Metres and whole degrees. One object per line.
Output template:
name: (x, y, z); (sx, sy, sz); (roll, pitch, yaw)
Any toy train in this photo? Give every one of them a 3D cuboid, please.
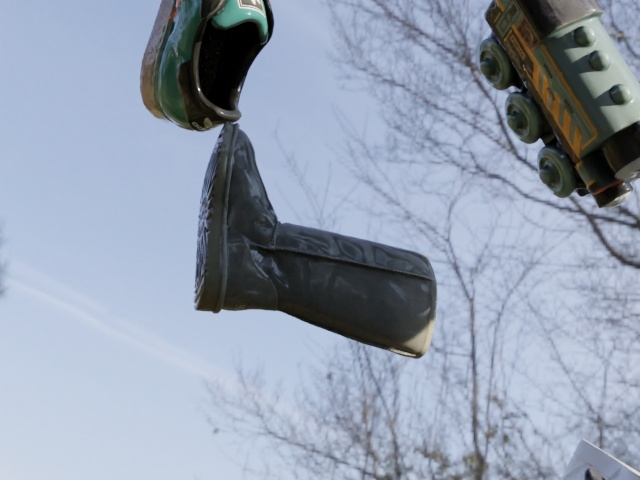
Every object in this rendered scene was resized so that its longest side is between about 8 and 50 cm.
toy train: (0.328, -0.205, 1.191); (0.142, 0.333, 0.190); (-23, -13, -14)

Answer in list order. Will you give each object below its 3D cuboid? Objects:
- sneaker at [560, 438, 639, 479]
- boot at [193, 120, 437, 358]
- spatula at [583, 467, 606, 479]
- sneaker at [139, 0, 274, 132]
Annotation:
sneaker: (0.323, 0.337, 0.997); (0.108, 0.169, 0.292); (33, -2, -2)
boot: (-0.001, 0.000, 0.781); (0.209, 0.189, 0.076); (7, -20, -15)
spatula: (0.243, 0.294, 0.609); (0.030, 0.296, 0.084); (-30, -34, 23)
sneaker: (-0.090, -0.254, 0.876); (0.108, 0.302, 0.121); (0, 14, -46)
